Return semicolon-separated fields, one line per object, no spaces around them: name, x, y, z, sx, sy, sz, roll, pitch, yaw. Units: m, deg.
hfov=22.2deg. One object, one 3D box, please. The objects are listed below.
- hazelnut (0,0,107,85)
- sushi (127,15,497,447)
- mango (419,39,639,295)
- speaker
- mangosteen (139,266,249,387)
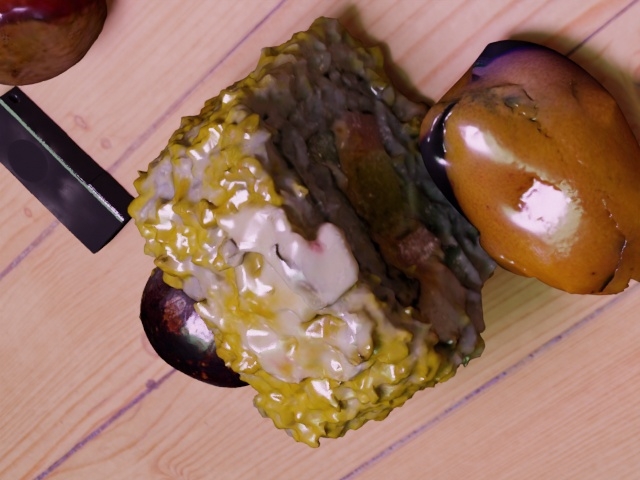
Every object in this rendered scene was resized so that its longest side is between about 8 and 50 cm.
hazelnut;-0.346;-0.284;1.851;0.208;0.208;0.208;13;123;20
sushi;0.000;0.000;1.720;0.240;0.351;0.396;-31;100;36
mango;0.238;-0.069;1.683;0.201;0.152;0.287;-28;103;32
speaker;-0.329;-0.088;2.029;0.218;0.044;0.082;45;128;-3
mangosteen;-0.107;0.064;1.934;0.192;0.192;0.217;28;103;9
